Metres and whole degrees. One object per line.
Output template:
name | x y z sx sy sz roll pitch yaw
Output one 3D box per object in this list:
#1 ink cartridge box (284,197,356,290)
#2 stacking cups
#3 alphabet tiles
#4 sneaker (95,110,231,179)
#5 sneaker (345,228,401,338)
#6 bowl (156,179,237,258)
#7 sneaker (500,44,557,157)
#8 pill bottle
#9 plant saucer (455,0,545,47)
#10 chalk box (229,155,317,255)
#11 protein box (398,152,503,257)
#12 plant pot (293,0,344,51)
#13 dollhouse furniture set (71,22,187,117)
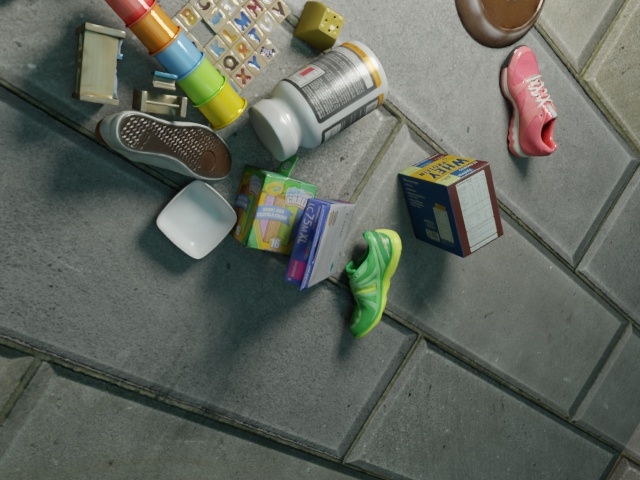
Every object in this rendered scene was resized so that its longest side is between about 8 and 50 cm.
ink cartridge box | 0.000 0.000 1.210 0.065 0.311 0.185 18 98 11
stacking cups | -0.274 -0.359 1.043 0.096 0.096 0.316 -46 124 -8
alphabet tiles | -0.177 -0.442 1.133 0.237 0.009 0.198 -49 120 -6
sneaker | -0.310 -0.195 1.097 0.290 0.123 0.105 17 84 -51
sneaker | 0.117 0.107 1.409 0.124 0.109 0.295 13 101 -7
bowl | -0.269 -0.049 1.175 0.142 0.053 0.142 -47 119 -8
sneaker | 0.586 -0.373 1.475 0.116 0.136 0.313 -25 115 -20
pill bottle | -0.005 -0.299 1.175 0.278 0.162 0.162 -35 118 -15
plant saucer | 0.477 -0.655 1.388 0.311 0.050 0.310 -8 109 -25
chalk box | -0.103 -0.089 1.205 0.132 0.132 0.212 11 98 -30
protein box | 0.330 -0.095 1.387 0.136 0.200 0.201 -28 116 -18
plant pot | 0.006 -0.466 1.177 0.082 0.083 0.081 20 95 -30
dollhouse furniture set | -0.353 -0.311 1.012 0.184 0.129 0.129 3 103 -32
